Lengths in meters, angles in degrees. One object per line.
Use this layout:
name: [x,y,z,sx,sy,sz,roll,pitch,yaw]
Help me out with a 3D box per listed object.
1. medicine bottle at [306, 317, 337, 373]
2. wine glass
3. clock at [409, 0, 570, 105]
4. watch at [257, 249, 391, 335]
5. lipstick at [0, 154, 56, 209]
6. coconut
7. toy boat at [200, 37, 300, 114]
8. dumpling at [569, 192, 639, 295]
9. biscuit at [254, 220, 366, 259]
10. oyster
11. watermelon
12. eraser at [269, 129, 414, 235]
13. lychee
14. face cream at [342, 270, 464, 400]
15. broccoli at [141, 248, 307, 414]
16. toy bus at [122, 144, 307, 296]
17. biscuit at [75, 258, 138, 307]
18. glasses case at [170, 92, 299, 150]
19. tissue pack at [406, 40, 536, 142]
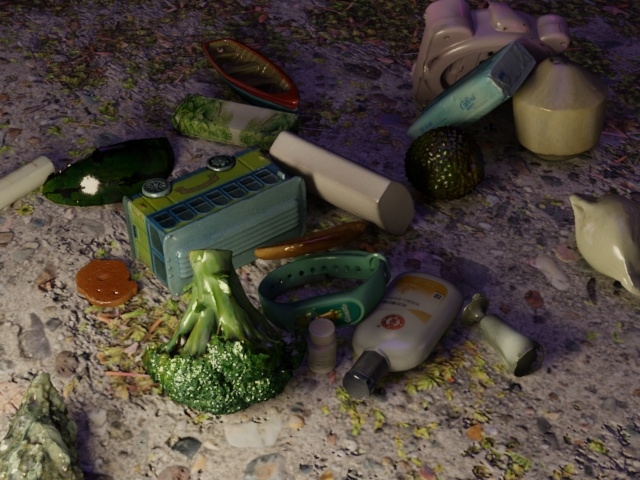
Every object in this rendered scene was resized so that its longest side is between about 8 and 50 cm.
medicine bottle: [0.002,0.177,1.658,0.052,0.089,0.052,1,39,0]
wine glass: [0.309,0.161,1.696,0.072,0.072,0.155,-21,43,-24]
clock: [0.377,-0.413,2.227,0.322,0.296,0.114,-1,63,-5]
watch: [0.009,0.088,1.748,0.237,0.068,0.195,-14,26,6]
lipstick: [-0.652,-0.091,2.001,0.059,0.059,0.264,27,45,28]
coconut: [0.512,-0.293,2.130,0.202,0.222,0.202,-4,40,3]
toy boat: [-0.157,-0.379,2.339,0.136,0.080,0.392,-20,43,-27]
dumpling: [0.577,0.001,1.861,0.179,0.131,0.252,5,43,-33]
biscuit: [0.000,0.001,1.857,0.224,0.033,0.144,-17,7,-32]
oyster: [-0.421,0.352,1.411,0.162,0.158,0.351,24,47,-27]
watermelon: [-0.429,-0.143,2.062,0.301,0.123,0.129,-22,12,-24]
eraser: [0.043,-0.112,1.950,0.270,0.174,0.095,26,79,29]
lychee: [0.246,-0.156,2.025,0.171,0.171,0.171,0,39,0]
face cream: [0.129,0.160,1.694,0.143,0.071,0.291,16,42,29]
broccoli: [-0.167,0.146,1.578,0.269,0.269,0.254,12,4,13]
toy bus: [-0.197,-0.045,1.878,0.312,0.152,0.190,-26,43,-29]
biscuit: [-0.396,0.078,1.828,0.102,0.019,0.130,-24,46,-26]
glasses case: [-0.189,-0.257,2.205,0.272,0.062,0.095,14,47,16]
tissue pack: [0.320,-0.306,2.124,0.089,0.263,0.177,47,47,-7]
